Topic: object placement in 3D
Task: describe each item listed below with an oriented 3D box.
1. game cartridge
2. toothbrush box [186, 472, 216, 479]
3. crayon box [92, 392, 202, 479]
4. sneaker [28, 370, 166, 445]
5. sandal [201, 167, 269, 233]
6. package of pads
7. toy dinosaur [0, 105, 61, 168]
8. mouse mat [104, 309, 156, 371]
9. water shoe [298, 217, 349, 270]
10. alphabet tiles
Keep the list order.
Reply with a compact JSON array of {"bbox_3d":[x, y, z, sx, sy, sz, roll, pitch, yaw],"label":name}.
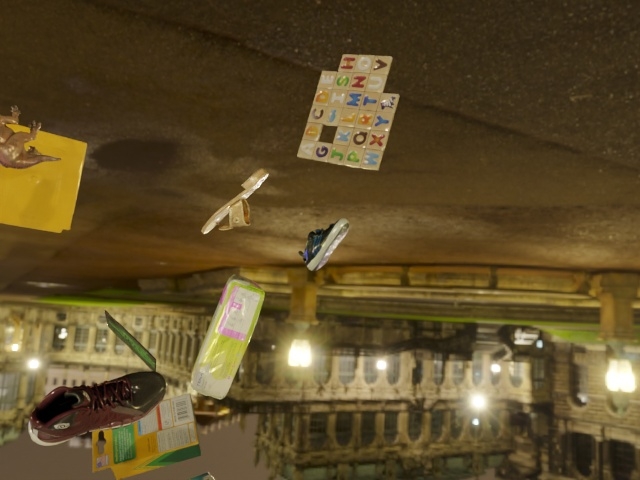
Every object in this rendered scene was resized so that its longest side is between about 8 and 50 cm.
[{"bbox_3d":[-0.946,-0.202,1.877,0.285,0.323,0.053,13,178,-36],"label":"game cartridge"},{"bbox_3d":[-0.320,0.733,1.449,0.216,0.126,0.295,31,-179,22],"label":"toothbrush box"},{"bbox_3d":[-0.567,0.642,1.866,0.323,0.203,0.083,-11,131,-13],"label":"crayon box"},{"bbox_3d":[-0.448,0.329,1.165,0.282,0.106,0.162,-19,157,-28],"label":"sneaker"},{"bbox_3d":[-0.204,-0.075,1.468,0.240,0.079,0.088,-45,178,14],"label":"sandal"},{"bbox_3d":[-0.241,0.242,1.488,0.101,0.296,0.229,21,176,-9],"label":"package of pads"},{"bbox_3d":[-0.878,-0.267,1.554,0.296,0.200,0.127,40,122,-20],"label":"toy dinosaur"},{"bbox_3d":[-0.503,0.269,1.514,0.190,0.007,0.152,41,150,6],"label":"mouse mat"},{"bbox_3d":[0.000,0.000,1.503,0.073,0.080,0.203,-29,160,-46],"label":"water shoe"},{"bbox_3d":[0.065,-0.272,1.182,0.198,0.237,0.009,14,176,32],"label":"alphabet tiles"}]
